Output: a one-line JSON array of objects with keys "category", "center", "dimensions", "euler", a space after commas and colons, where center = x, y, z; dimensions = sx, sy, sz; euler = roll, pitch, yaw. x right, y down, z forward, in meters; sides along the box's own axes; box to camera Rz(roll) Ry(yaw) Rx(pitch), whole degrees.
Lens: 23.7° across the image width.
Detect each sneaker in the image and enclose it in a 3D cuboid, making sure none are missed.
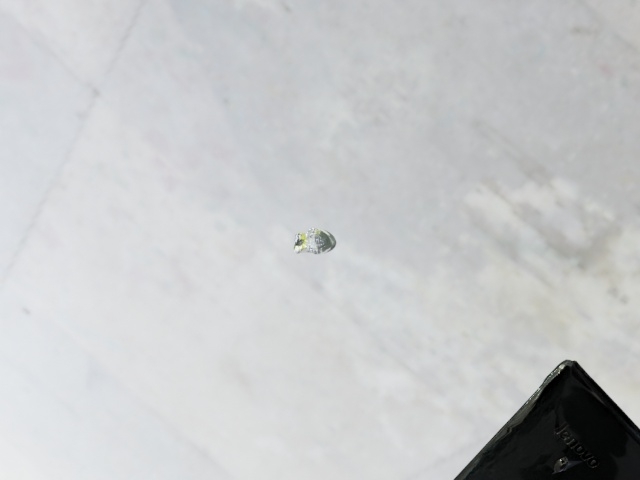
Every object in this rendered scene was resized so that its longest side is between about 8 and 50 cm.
[{"category": "sneaker", "center": [0.000, 0.000, 1.738], "dimensions": [0.083, 0.035, 0.031], "euler": [1, 93, 62]}]

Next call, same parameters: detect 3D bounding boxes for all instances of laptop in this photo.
[{"category": "laptop", "center": [0.112, 0.303, 1.402], "dimensions": [0.408, 0.236, 0.382], "euler": [-5, 144, 39]}]
